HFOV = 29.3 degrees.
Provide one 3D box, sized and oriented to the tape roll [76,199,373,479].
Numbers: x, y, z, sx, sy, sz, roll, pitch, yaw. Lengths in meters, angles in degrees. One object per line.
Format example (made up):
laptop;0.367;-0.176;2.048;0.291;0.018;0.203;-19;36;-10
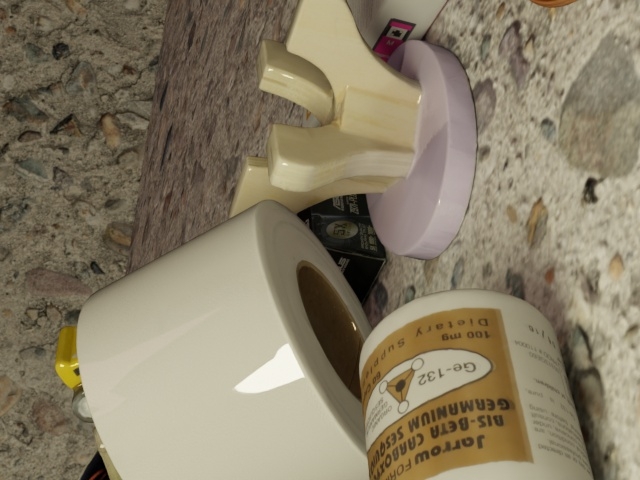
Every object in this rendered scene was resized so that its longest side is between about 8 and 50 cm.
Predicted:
tape roll;-0.057;0.111;0.991;0.169;0.246;0.246;-28;36;15

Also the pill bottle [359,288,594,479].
pill bottle;0.095;0.150;0.717;0.229;0.131;0.131;-95;23;-46

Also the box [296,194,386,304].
box;0.000;0.000;1.271;0.180;0.077;0.147;-94;22;-45

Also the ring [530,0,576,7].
ring;0.203;-0.338;0.894;0.336;0.032;0.336;-167;90;-74

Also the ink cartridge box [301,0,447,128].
ink cartridge box;0.066;-0.262;1.261;0.371;0.069;0.175;122;156;-57

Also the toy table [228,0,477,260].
toy table;0.026;-0.103;1.105;0.274;0.161;0.252;-115;40;-67

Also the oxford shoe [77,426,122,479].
oxford shoe;-0.214;0.291;1.311;0.123;0.130;0.348;60;144;42

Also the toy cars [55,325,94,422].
toy cars;-0.112;0.236;1.076;0.393;0.087;0.176;62;-175;18
